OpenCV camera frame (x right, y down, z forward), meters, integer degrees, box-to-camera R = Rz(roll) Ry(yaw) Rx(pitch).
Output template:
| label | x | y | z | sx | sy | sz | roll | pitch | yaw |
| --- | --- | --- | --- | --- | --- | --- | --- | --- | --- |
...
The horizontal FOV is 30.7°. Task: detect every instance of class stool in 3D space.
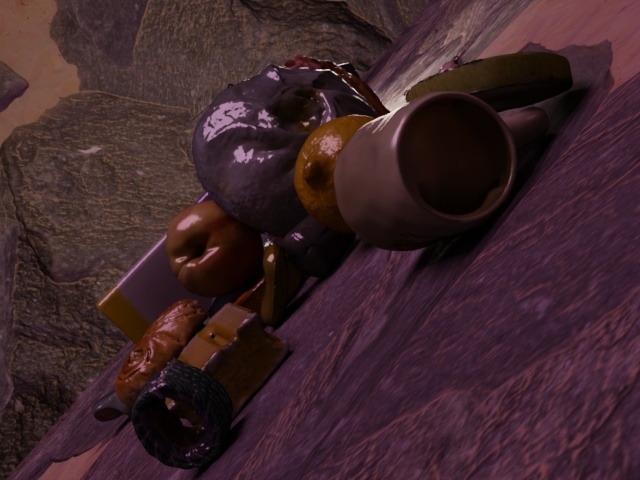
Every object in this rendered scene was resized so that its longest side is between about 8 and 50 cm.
| label | x | y | z | sx | sy | sz | roll | pitch | yaw |
| --- | --- | --- | --- | --- | --- | --- | --- | --- | --- |
| stool | 0.000 | 0.000 | 1.934 | 0.110 | 0.096 | 0.096 | -46 | 8 | -22 |

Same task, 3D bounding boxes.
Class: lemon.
| label | x | y | z | sx | sy | sz | roll | pitch | yaw |
| --- | --- | --- | --- | --- | --- | --- | --- | --- | --- |
| lemon | 0.055 | -0.104 | 1.839 | 0.244 | 0.187 | 0.187 | -4 | -29 | -49 |

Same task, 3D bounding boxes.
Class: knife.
| label | x | y | z | sx | sy | sz | roll | pitch | yaw |
| --- | --- | --- | --- | --- | --- | --- | --- | --- | --- |
| knife | 0.265 | -0.344 | 2.449 | 0.081 | 0.043 | 0.336 | -52 | 1 | 14 |

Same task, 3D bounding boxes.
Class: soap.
| label | x | y | z | sx | sy | sz | roll | pitch | yaw |
| --- | --- | --- | --- | --- | --- | --- | --- | --- | --- |
| soap | -0.161 | 0.200 | 1.824 | 0.199 | 0.091 | 0.315 | -48 | 8 | -10 |
| soap | -0.076 | 0.075 | 1.942 | 0.089 | 0.045 | 0.140 | -108 | 20 | -69 |

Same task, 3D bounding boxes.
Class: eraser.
| label | x | y | z | sx | sy | sz | roll | pitch | yaw |
| --- | --- | --- | --- | --- | --- | --- | --- | --- | --- |
| eraser | -0.148 | 0.081 | 2.324 | 0.174 | 0.081 | 0.227 | -48 | 9 | 7 |

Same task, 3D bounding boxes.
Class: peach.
| label | x | y | z | sx | sy | sz | roll | pitch | yaw |
| --- | --- | --- | --- | --- | --- | --- | --- | --- | --- |
| peach | -0.190 | 0.015 | 2.133 | 0.184 | 0.184 | 0.184 | -46 | 9 | 9 |

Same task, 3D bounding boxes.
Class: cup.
| label | x | y | z | sx | sy | sz | roll | pitch | yaw |
| --- | --- | --- | --- | --- | --- | --- | --- | --- | --- |
| cup | 0.145 | -0.110 | 1.443 | 0.255 | 0.173 | 0.202 | -51 | 11 | -21 |

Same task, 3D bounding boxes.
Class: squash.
| label | x | y | z | sx | sy | sz | roll | pitch | yaw |
| --- | --- | --- | --- | --- | --- | --- | --- | --- | --- |
| squash | 0.218 | -0.197 | 1.512 | 0.219 | 0.041 | 0.219 | -10 | -3 | -1 |

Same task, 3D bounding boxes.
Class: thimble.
| label | x | y | z | sx | sy | sz | roll | pitch | yaw |
| --- | --- | --- | --- | --- | --- | --- | --- | --- | --- |
| thimble | -0.189 | 0.241 | 1.605 | 0.118 | 0.135 | 0.090 | -46 | 8 | 15 |

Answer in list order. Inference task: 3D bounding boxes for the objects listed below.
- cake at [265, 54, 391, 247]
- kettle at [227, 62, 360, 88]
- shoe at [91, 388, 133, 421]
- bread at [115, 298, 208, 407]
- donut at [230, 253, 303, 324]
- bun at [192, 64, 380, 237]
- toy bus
| label | x | y | z | sx | sy | sz | roll | pitch | yaw |
| --- | --- | --- | --- | --- | --- | --- | --- | --- | --- |
| cake | -0.037 | -0.207 | 2.413 | 0.307 | 0.293 | 0.314 | -42 | 3 | 19 |
| kettle | -0.064 | -0.267 | 2.709 | 0.308 | 0.203 | 0.262 | -12 | -30 | -12 |
| shoe | -0.402 | 0.343 | 2.478 | 0.195 | 0.079 | 0.078 | -32 | 55 | 18 |
| bread | -0.300 | 0.224 | 2.254 | 0.236 | 0.120 | 0.198 | -54 | 9 | -27 |
| donut | -0.100 | 0.099 | 2.077 | 0.178 | 0.065 | 0.162 | -40 | 6 | 46 |
| bun | -0.046 | -0.175 | 2.091 | 0.362 | 0.362 | 0.211 | -54 | -16 | -40 |
| toy bus | -0.268 | 0.051 | 2.548 | 0.440 | 0.209 | 0.249 | -46 | 2 | -7 |
